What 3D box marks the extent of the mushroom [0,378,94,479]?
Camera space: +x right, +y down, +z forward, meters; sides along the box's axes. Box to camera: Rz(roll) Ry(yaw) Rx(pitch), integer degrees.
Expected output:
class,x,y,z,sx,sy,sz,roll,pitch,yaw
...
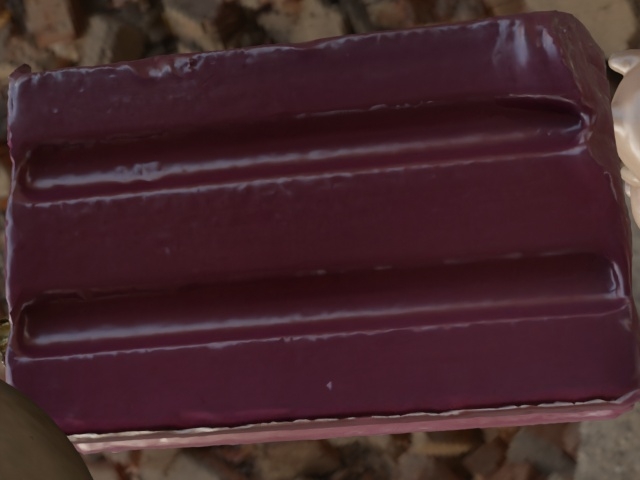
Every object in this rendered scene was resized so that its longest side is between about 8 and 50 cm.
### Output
class,x,y,z,sx,sy,sz,roll,pitch,yaw
mushroom,-0.166,0.134,0.476,0.204,0.204,0.204,14,116,31

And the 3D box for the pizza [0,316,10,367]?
class,x,y,z,sx,sy,sz,roll,pitch,yaw
pizza,-0.228,0.114,1.253,0.123,0.026,0.108,8,74,9

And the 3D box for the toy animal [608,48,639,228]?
class,x,y,z,sx,sy,sz,roll,pitch,yaw
toy animal,0.359,-0.078,1.418,0.154,0.166,0.250,18,160,37

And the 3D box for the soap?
class,x,y,z,sx,sy,sz,roll,pitch,yaw
soap,0.000,0.000,0.888,0.359,0.128,0.233,-5,77,10
